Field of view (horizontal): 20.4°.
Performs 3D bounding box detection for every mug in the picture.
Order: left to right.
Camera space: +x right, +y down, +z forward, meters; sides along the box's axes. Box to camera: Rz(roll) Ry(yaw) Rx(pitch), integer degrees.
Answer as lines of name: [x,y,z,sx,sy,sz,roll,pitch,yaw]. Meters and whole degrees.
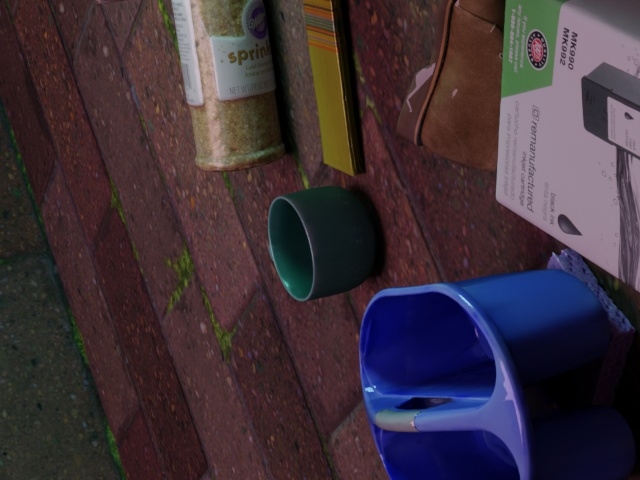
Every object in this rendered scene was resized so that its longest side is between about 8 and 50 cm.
mug: [0.002,-0.006,2.119,0.158,0.097,0.129,-133,37,-51]

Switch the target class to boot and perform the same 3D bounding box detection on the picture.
boot: [0.169,-0.196,1.673,0.115,0.112,0.305,32,134,18]

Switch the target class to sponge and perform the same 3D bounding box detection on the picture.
sponge: [0.242,0.122,1.716,0.117,0.031,0.210,-123,30,-41]

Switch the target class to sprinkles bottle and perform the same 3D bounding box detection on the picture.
sprinkles bottle: [-0.125,-0.270,2.242,0.121,0.121,0.355,19,120,64]

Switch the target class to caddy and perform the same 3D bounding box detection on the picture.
caddy: [0.143,0.153,1.692,0.341,0.179,0.241,169,88,-68]

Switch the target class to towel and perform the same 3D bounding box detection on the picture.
towel: [0.014,-0.199,2.094,0.102,0.021,0.237,-148,48,-66]

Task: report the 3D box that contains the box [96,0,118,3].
box: [-0.128,-0.383,1.957,0.142,0.300,0.154,99,150,-45]

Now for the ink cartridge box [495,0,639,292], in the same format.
ink cartridge box: [0.274,-0.078,1.377,0.289,0.121,0.211,37,136,46]
